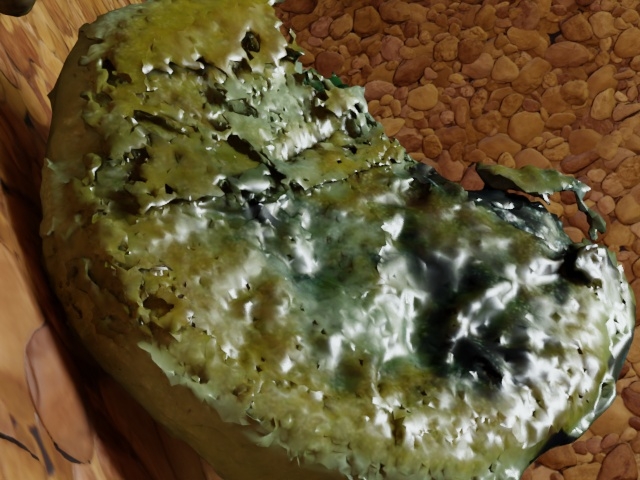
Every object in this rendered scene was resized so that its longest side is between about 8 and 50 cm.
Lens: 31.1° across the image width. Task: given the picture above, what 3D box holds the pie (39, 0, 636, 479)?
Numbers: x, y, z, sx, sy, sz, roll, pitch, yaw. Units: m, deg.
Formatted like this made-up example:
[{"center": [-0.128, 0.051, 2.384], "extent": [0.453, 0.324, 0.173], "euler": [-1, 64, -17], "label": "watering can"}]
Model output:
[{"center": [0.000, 0.000, 0.643], "extent": [0.371, 0.296, 0.078], "euler": [33, -39, 2], "label": "pie"}]

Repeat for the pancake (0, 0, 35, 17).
[{"center": [-0.177, -0.258, 0.739], "extent": [0.242, 0.050, 0.242], "euler": [-171, -90, -76], "label": "pancake"}]
